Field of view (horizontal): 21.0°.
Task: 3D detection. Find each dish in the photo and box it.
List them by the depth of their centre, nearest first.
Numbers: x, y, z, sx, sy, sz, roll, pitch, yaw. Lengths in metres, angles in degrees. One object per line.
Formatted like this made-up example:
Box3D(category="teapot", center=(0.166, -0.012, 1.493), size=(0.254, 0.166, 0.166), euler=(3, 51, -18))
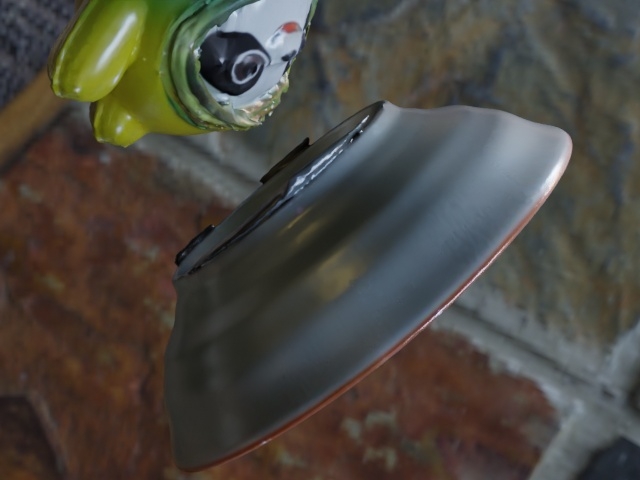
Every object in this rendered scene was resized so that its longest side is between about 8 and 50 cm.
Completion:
Box3D(category="dish", center=(0.000, 0.000, 0.878), size=(0.085, 0.260, 0.260), euler=(50, 56, -9))

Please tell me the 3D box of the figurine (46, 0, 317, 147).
Box3D(category="figurine", center=(-0.104, -0.247, 1.451), size=(0.231, 0.340, 0.323), euler=(29, 32, 22))
